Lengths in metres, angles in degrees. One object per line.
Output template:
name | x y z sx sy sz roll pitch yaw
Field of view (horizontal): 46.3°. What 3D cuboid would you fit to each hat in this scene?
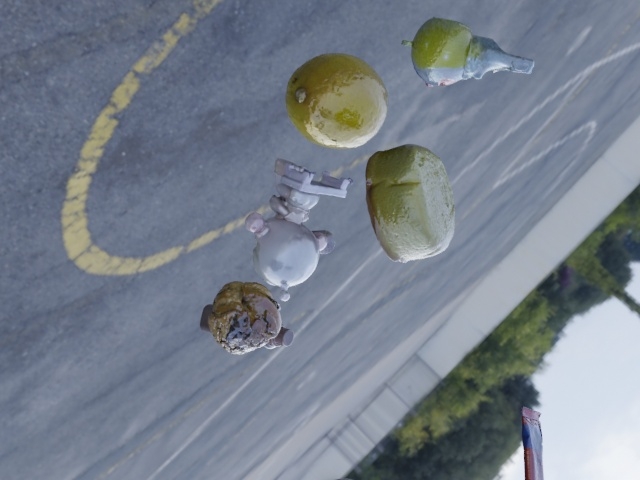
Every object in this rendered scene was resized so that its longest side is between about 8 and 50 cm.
hat | 0.003 0.001 1.806 0.042 0.087 0.058 2 -102 64

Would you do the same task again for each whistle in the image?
whistle | 0.243 -0.303 1.259 0.123 0.223 0.122 15 90 -83

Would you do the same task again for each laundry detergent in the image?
laundry detergent | -0.145 0.206 1.744 0.171 0.237 0.076 20 80 -56

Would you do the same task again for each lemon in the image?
lemon | 0.040 -0.335 1.808 0.236 0.236 0.263 -47 162 6

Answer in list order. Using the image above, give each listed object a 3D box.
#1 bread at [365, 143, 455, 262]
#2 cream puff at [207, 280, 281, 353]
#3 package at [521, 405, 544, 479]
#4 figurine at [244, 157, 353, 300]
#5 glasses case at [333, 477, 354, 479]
bread | 0.195 -0.080 1.636 0.148 0.269 0.270 -13 -175 30
cream puff | -0.131 0.136 1.275 0.133 0.119 0.104 -55 -158 16
package | 0.410 0.426 1.439 0.022 0.200 0.083 -12 153 35
figurine | -0.046 -0.016 1.425 0.182 0.145 0.256 0 105 -68
glasses case | 0.097 0.492 1.090 0.122 0.321 0.082 -41 177 0
